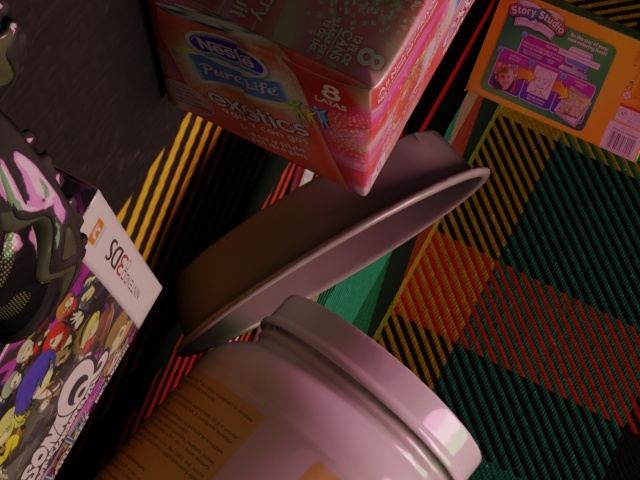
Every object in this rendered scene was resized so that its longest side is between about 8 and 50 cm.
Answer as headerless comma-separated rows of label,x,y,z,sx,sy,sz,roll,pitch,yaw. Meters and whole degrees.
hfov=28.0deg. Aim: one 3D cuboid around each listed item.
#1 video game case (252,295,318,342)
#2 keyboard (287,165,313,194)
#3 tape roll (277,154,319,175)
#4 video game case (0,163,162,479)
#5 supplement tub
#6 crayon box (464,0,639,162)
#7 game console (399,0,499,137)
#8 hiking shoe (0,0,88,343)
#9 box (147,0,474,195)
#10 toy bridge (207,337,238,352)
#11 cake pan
video game case,-0.030,0.059,1.591,0.206,0.026,0.227,-54,167,-48
keyboard,0.003,-0.113,1.295,0.072,0.014,0.256,-52,167,-53
tape roll,0.041,-0.185,1.049,0.275,0.090,0.275,-62,172,-16
video game case,-0.174,0.092,0.718,0.232,0.041,0.210,-62,170,-14
supplement tub,-0.058,0.230,0.988,0.331,0.241,0.241,-48,168,-13
crayon box,0.369,-0.247,1.864,0.081,0.278,0.165,-33,146,-64
game console,0.172,-0.258,1.813,0.387,0.060,0.342,-61,167,-23
hiking shoe,-0.155,-0.012,0.452,0.114,0.086,0.227,-45,159,-23
box,0.035,-0.202,0.758,0.300,0.142,0.154,-61,171,-18
toy bridge,-0.117,0.147,1.307,0.188,0.026,0.063,-64,171,10
cake pan,0.000,0.000,1.046,0.293,0.054,0.293,-30,173,-4
